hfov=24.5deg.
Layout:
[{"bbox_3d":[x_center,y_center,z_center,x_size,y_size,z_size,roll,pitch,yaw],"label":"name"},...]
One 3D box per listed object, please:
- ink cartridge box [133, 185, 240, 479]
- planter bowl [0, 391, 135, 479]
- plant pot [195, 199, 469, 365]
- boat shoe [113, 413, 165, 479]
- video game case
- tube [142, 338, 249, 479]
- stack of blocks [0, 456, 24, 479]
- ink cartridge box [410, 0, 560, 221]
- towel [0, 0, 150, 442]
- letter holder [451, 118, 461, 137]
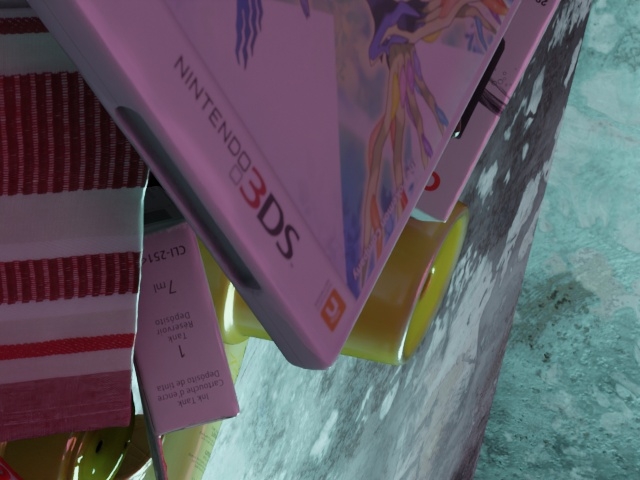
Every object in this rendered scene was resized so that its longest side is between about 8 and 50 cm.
[{"bbox_3d":[-0.109,0.101,1.099,0.296,0.066,0.261,-147,-136,-78],"label":"ink cartridge box"},{"bbox_3d":[-0.211,0.153,1.194,0.217,0.090,0.217,19,90,-73],"label":"planter bowl"},{"bbox_3d":[0.000,0.000,1.388,0.254,0.239,0.254,23,90,-78],"label":"plant pot"},{"bbox_3d":[-0.205,0.230,1.354,0.170,0.063,0.059,-45,154,-35],"label":"boat shoe"},{"bbox_3d":[0.004,-0.144,0.818,0.329,0.036,0.300,-62,140,-28],"label":"video game case"},{"bbox_3d":[-0.117,0.151,1.538,0.070,0.062,0.240,-18,-133,59],"label":"tube"},{"bbox_3d":[-0.257,0.299,0.921,0.297,0.171,0.087,-51,165,10],"label":"stack of blocks"},{"bbox_3d":[0.070,-0.176,1.227,0.273,0.197,0.114,-63,-172,1],"label":"ink cartridge box"},{"bbox_3d":[-0.215,0.003,0.821,0.037,0.237,0.329,-112,-156,-43],"label":"towel"},{"bbox_3d":[0.000,-0.187,0.944,0.152,0.214,0.302,-19,109,-18],"label":"letter holder"}]
